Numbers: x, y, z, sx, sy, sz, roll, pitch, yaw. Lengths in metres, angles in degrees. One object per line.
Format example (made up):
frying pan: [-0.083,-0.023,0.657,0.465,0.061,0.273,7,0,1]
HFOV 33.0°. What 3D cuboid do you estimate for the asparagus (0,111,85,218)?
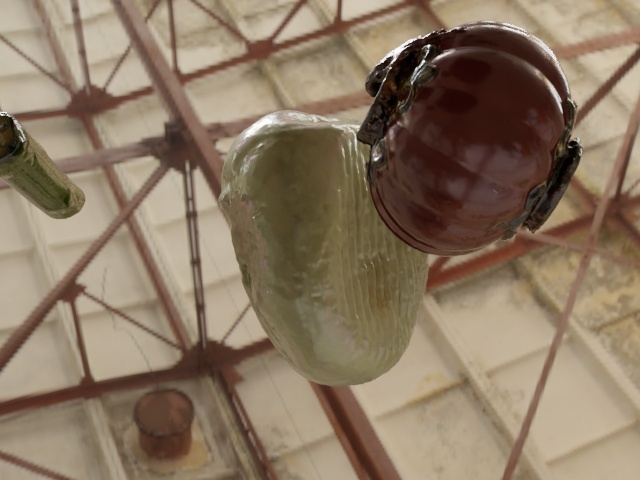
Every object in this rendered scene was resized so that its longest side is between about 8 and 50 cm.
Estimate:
asparagus: [-0.331,-0.075,1.244,0.060,0.278,0.067,-28,-105,-4]

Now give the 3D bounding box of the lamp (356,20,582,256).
lamp: [0.132,-0.097,1.007,0.227,0.227,0.227,1,-137,-1]

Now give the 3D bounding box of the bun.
bun: [0.000,0.000,1.368,0.213,0.361,0.361,-3,-144,34]
